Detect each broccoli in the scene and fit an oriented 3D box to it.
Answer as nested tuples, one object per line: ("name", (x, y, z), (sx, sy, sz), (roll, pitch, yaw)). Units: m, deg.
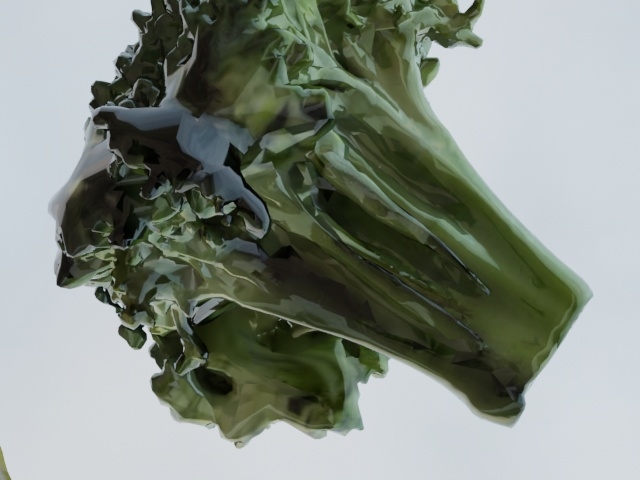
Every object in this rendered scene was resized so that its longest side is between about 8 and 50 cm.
("broccoli", (0.000, 0.000, 0.906), (0.243, 0.247, 0.263), (33, -74, 14))

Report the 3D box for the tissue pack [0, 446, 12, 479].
("tissue pack", (-0.287, 0.046, 0.443), (0.293, 0.382, 0.228), (68, -7, -27))
